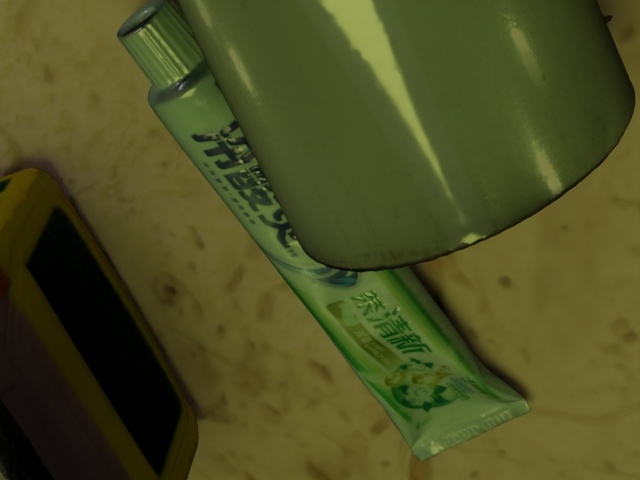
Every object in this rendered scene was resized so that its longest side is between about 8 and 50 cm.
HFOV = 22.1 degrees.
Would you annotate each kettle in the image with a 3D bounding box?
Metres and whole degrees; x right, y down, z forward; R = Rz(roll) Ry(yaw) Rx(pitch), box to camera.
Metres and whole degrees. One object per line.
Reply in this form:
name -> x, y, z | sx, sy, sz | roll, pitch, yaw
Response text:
kettle -> 0.036, -0.142, 0.676 | 0.221, 0.161, 0.236 | -29, 112, -1

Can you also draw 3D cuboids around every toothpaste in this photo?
toothpaste -> 0.000, 0.000, 0.833 | 0.075, 0.048, 0.297 | -27, 116, 24

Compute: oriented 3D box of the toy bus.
toy bus -> -0.308, 0.144, 0.879 | 0.440, 0.249, 0.209 | -20, 116, 18
